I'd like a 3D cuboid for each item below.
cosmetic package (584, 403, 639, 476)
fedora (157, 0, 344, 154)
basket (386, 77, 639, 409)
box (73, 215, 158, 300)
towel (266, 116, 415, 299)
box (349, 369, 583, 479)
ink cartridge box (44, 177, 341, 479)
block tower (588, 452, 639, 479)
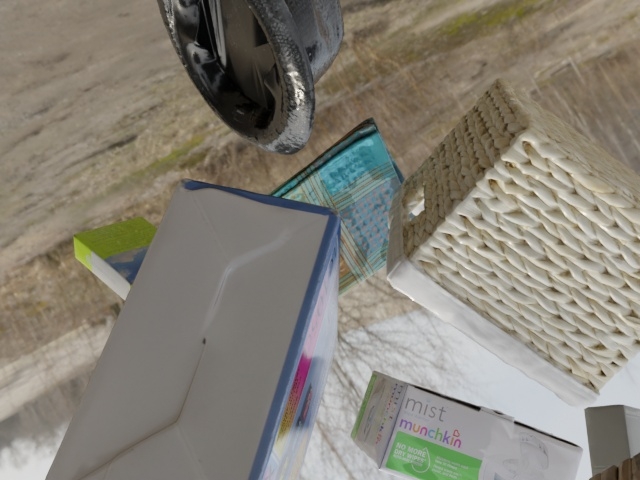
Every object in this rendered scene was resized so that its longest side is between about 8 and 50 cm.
[{"bbox_3d":[0.668,0.489,1.458,0.127,0.238,0.107,17,157,-39],"label":"cosmetic package"},{"bbox_3d":[-0.071,-0.273,0.842,0.152,0.334,0.334,-40,-177,-21],"label":"fedora"},{"bbox_3d":[0.294,-0.018,0.921,0.266,0.331,0.328,-55,-173,24],"label":"basket"},{"bbox_3d":[-0.246,0.028,0.903,0.109,0.178,0.042,-20,128,-40],"label":"box"},{"bbox_3d":[0.000,0.000,1.132,0.370,0.271,0.040,-37,-144,-4],"label":"towel"},{"bbox_3d":[0.201,0.295,0.968,0.231,0.262,0.126,143,-32,-80],"label":"box"},{"bbox_3d":[-0.082,0.157,0.659,0.395,0.151,0.270,91,15,-64],"label":"ink cartridge box"},{"bbox_3d":[0.354,0.210,0.561,0.335,0.097,0.091,-46,177,29],"label":"block tower"}]
